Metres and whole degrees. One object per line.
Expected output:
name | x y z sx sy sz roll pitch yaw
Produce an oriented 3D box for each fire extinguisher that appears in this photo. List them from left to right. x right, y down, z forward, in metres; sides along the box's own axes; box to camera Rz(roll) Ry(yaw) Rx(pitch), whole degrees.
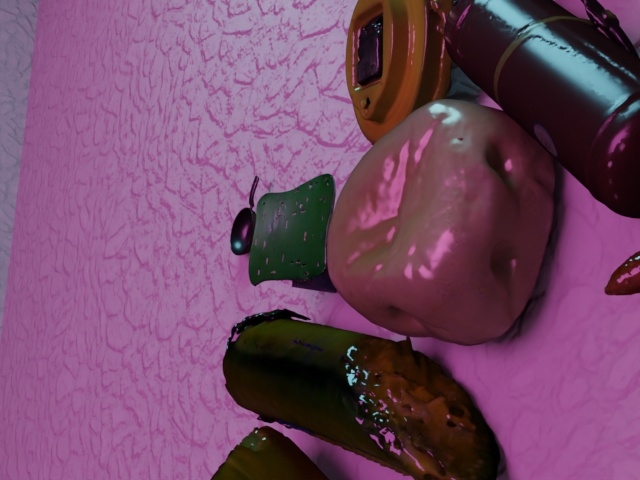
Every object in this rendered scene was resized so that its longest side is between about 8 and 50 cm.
fire extinguisher | 0.206 -0.119 0.671 0.341 0.105 0.142 -118 21 -53

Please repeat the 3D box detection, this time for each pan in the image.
pan | -0.095 -0.033 1.227 0.068 0.023 0.115 39 114 58

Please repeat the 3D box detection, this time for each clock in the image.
clock | 0.070 -0.199 0.934 0.237 0.057 0.237 -179 90 -71

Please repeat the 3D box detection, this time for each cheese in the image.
cheese | 0.104 -0.010 0.788 0.235 0.117 0.218 -55 35 23

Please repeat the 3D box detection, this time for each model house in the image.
model house | 0.000 0.000 0.994 0.167 0.088 0.117 -15 65 55

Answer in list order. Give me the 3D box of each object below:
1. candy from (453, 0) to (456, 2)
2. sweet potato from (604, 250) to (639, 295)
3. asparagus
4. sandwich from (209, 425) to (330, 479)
candy | 0.143 -0.258 0.902 0.091 0.083 0.305 -48 7 -29
sweet potato | 0.297 0.005 0.519 0.255 0.058 0.078 -6 28 48
asparagus | 0.031 0.147 0.869 0.382 0.108 0.129 4 80 57
sandwich | -0.033 0.315 0.866 0.155 0.198 0.227 -65 -7 19
